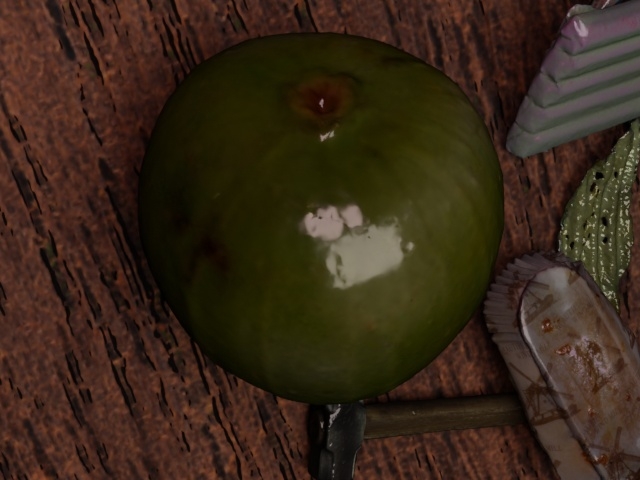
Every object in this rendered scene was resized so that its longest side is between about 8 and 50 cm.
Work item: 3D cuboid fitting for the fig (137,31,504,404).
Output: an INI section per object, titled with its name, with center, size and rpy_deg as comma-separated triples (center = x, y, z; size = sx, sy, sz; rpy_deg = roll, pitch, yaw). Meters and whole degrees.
[fig]
center = 0.000, 0.000, 1.202
size = 0.316, 0.316, 0.316
rpy_deg = -7, 107, -23

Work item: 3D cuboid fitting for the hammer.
[hammer]
center = 0.157, 0.164, 1.447
size = 0.365, 0.043, 0.111
rpy_deg = -2, 103, -27

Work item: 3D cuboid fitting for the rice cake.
[rice cake]
center = 0.280, -0.165, 1.362
size = 0.198, 0.037, 0.189
rpy_deg = -16, 148, -25

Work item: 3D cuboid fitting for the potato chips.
[potato chips]
center = 0.274, -0.018, 1.451
size = 0.092, 0.028, 0.207
rpy_deg = -5, 111, -26

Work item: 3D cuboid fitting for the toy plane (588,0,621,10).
[toy plane]
center = 0.326, -0.325, 1.353
size = 0.223, 0.104, 0.326
rpy_deg = 38, 90, -27

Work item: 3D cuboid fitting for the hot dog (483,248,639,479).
[hot dog]
center = 0.250, 0.130, 1.430
size = 0.144, 0.075, 0.268
rpy_deg = -35, 106, -28
